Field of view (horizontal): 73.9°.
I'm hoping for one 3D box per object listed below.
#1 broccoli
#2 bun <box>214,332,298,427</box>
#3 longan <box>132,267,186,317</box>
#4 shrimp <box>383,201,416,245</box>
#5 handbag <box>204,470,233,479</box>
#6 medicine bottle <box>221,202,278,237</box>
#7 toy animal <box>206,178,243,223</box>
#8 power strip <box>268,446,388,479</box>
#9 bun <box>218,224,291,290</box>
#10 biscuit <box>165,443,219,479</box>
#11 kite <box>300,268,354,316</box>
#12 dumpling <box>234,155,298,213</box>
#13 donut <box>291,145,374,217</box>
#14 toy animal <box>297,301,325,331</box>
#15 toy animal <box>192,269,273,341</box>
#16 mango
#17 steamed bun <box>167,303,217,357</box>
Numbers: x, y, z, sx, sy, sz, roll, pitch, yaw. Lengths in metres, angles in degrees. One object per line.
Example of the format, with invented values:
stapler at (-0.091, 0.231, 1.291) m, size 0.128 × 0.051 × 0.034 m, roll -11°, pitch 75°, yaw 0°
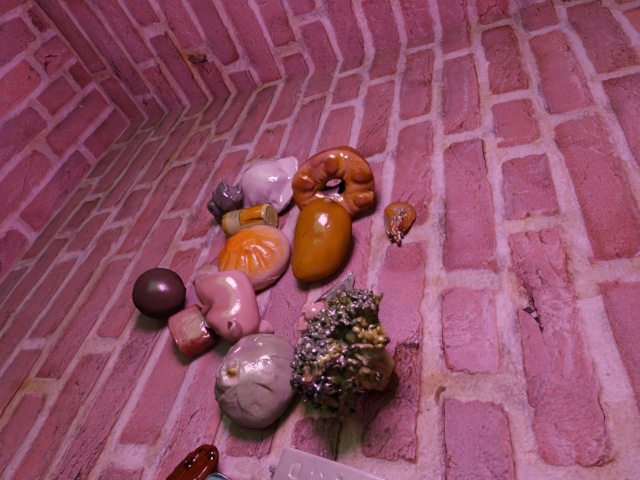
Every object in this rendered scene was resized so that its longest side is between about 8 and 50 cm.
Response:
broccoli at (0.056, 0.281, 1.114) m, size 0.272 × 0.324 × 0.334 m, roll 19°, pitch 66°, yaw 22°
bun at (-0.197, 0.382, 1.239) m, size 0.283 × 0.179 × 0.283 m, roll -15°, pitch 40°, yaw 13°
longan at (-0.621, 0.203, 1.639) m, size 0.196 × 0.196 × 0.220 m, roll -38°, pitch 44°, yaw -11°
shrimp at (0.283, -0.070, 1.526) m, size 0.115 × 0.051 × 0.217 m, roll -8°, pitch 43°, yaw 19°
handbag at (-0.230, 0.719, 0.967) m, size 0.268 × 0.100 × 0.274 m, roll 20°, pitch 58°, yaw 28°
medicine bottle at (-0.305, -0.082, 1.799) m, size 0.238 × 0.124 × 0.124 m, roll -11°, pitch 44°, yaw 22°
toy animal at (-0.439, -0.156, 1.882) m, size 0.251 × 0.125 × 0.127 m, roll -46°, pitch 14°, yaw 41°
power strip at (0.015, 0.581, 1.017) m, size 0.338 × 0.058 × 0.098 m, roll 1°, pitch 50°, yaw 30°
bun at (-0.262, 0.048, 1.619) m, size 0.299 × 0.165 × 0.299 m, roll -15°, pitch 45°, yaw 16°
biscuit at (-0.351, 0.620, 1.124) m, size 0.192 × 0.049 × 0.192 m, roll -39°, pitch 6°, yaw 5°
kite at (0.057, 0.229, 1.378) m, size 0.267 × 0.013 × 0.323 m, roll -12°, pitch 46°, yaw 20°
dumpling at (-0.244, -0.221, 1.878) m, size 0.341 × 0.181 × 0.260 m, roll -12°, pitch 67°, yaw 2°
donut at (0.051, -0.214, 1.624) m, size 0.317 × 0.299 × 0.150 m, roll 9°, pitch 35°, yaw 4°
toy animal at (-0.032, 0.231, 1.357) m, size 0.114 × 0.082 × 0.091 m, roll -22°, pitch 42°, yaw 12°
toy animal at (-0.311, 0.219, 1.417) m, size 0.213 × 0.195 × 0.256 m, roll -29°, pitch 69°, yaw 27°
mango at (0.000, 0.000, 1.508) m, size 0.211 × 0.173 × 0.317 m, roll 10°, pitch 72°, yaw 19°
steamed bun at (-0.444, 0.317, 1.501) m, size 0.145 × 0.106 × 0.175 m, roll -29°, pitch 55°, yaw -9°
